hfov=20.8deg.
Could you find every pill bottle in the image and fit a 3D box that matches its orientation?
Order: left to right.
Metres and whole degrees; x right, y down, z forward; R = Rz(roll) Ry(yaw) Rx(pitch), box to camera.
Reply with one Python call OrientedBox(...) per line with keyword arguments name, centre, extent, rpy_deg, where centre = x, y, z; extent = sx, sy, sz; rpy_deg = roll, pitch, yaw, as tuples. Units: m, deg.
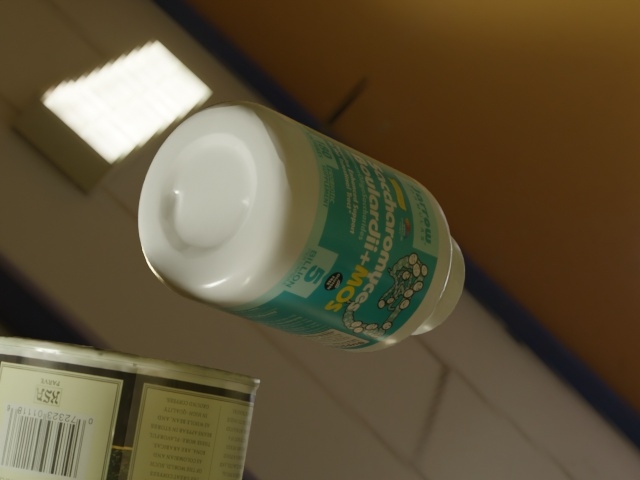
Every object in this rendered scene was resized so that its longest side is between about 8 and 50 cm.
OrientedBox(name="pill bottle", centre=(0.000, 0.000, 1.297), extent=(0.264, 0.146, 0.146), rpy_deg=(21, -152, -50))

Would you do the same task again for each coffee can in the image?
OrientedBox(name="coffee can", centre=(-0.162, 0.218, 1.241), extent=(0.201, 0.275, 0.201), rpy_deg=(9, 173, 1))
